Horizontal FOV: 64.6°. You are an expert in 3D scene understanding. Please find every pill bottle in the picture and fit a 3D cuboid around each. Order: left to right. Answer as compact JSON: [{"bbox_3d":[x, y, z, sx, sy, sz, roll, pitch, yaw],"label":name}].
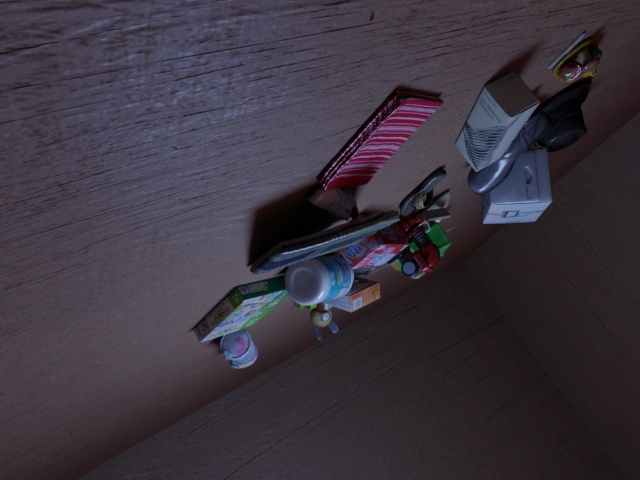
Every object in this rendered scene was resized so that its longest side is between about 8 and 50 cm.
[{"bbox_3d":[0.011,0.122,1.632,0.146,0.146,0.264,-41,163,24],"label":"pill bottle"}]

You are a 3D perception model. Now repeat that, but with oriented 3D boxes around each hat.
[{"bbox_3d":[0.822,-0.389,1.723,0.332,0.133,0.331,-30,163,-11],"label":"hat"}]

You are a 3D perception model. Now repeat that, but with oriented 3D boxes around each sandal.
[{"bbox_3d":[0.336,-0.143,1.636,0.090,0.060,0.219,-15,155,-47],"label":"sandal"}]

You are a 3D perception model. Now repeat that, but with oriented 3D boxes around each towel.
[{"bbox_3d":[0.000,0.000,1.274,0.325,0.056,0.312,-17,173,-21],"label":"towel"},{"bbox_3d":[0.131,-0.211,1.109,0.199,0.031,0.275,-14,155,-51],"label":"towel"}]

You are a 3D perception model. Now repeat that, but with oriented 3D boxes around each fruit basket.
[{"bbox_3d":[0.362,0.048,2.149,0.327,0.165,0.353,-24,177,-27],"label":"fruit basket"}]

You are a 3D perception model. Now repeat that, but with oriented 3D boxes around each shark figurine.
[{"bbox_3d":[0.137,0.073,1.830,0.279,0.116,0.166,-14,-170,-30],"label":"shark figurine"}]

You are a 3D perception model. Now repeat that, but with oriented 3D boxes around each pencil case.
[{"bbox_3d":[-0.308,0.412,1.917,0.124,0.113,0.273,-38,165,-16],"label":"pencil case"}]

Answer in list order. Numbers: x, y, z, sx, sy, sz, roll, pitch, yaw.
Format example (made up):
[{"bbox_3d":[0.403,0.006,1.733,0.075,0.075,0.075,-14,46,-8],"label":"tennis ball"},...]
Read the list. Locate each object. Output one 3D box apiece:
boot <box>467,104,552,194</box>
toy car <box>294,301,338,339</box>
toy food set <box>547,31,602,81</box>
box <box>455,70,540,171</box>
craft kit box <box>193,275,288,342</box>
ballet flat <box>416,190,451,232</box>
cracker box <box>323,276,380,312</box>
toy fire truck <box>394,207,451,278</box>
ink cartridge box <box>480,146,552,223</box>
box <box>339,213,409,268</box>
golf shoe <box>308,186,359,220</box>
[{"bbox_3d":[0.553,-0.290,1.575,0.223,0.118,0.338,-4,136,-54],"label":"boot"},{"bbox_3d":[0.009,0.286,1.970,0.155,0.188,0.149,-17,-175,-32],"label":"toy car"},{"bbox_3d":[0.704,-0.470,1.370,0.128,0.071,0.218,-44,160,32],"label":"toy food set"},{"bbox_3d":[0.448,-0.299,1.313,0.094,0.113,0.275,-29,162,-10],"label":"box"},{"bbox_3d":[-0.235,0.211,1.593,0.247,0.060,0.250,-40,162,31],"label":"craft kit box"},{"bbox_3d":[0.406,-0.082,1.905,0.248,0.086,0.086,-40,163,20],"label":"ballet flat"},{"bbox_3d":[0.078,0.179,1.826,0.156,0.067,0.232,-19,-158,-39],"label":"cracker box"},{"bbox_3d":[0.363,-0.010,1.790,0.246,0.217,0.158,-38,163,13],"label":"toy fire truck"},{"bbox_3d":[0.687,-0.188,1.809,0.198,0.197,0.270,-2,167,11],"label":"ink cartridge box"},{"bbox_3d":[0.165,0.004,1.621,0.128,0.122,0.257,-41,162,23],"label":"box"},{"bbox_3d":[0.042,-0.087,1.199,0.069,0.086,0.176,-41,161,27],"label":"golf shoe"}]
